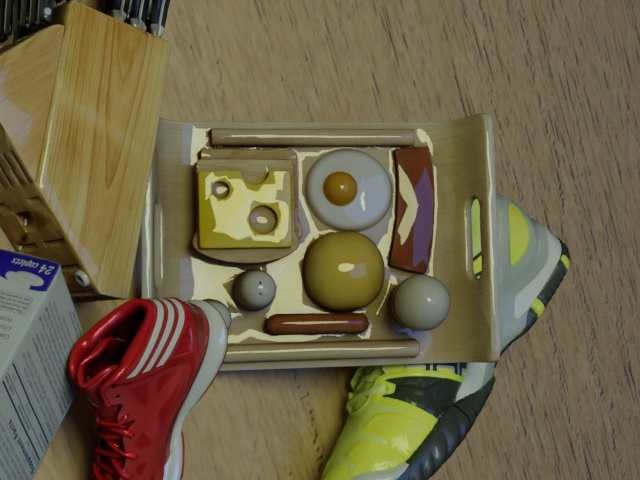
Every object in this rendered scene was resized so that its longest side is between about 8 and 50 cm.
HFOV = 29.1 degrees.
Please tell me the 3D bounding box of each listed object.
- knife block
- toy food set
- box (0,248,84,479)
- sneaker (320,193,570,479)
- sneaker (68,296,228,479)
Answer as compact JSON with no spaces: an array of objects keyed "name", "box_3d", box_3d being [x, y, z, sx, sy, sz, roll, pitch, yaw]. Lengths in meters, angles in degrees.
[{"name":"knife block","box_3d":[-0.172,-0.120,0.982,0.242,0.088,0.276,-40,111,-35]},{"name":"toy food set","box_3d":[0.000,0.000,1.051,0.306,0.092,0.220,-1,86,-11]},{"name":"box","box_3d":[-0.230,0.097,0.872,0.126,0.072,0.137,86,21,-52]},{"name":"sneaker","box_3d":[0.090,0.103,1.184,0.147,0.145,0.385,41,57,-7]},{"name":"sneaker","box_3d":[-0.161,0.141,0.936,0.128,0.087,0.221,20,87,-56]}]
